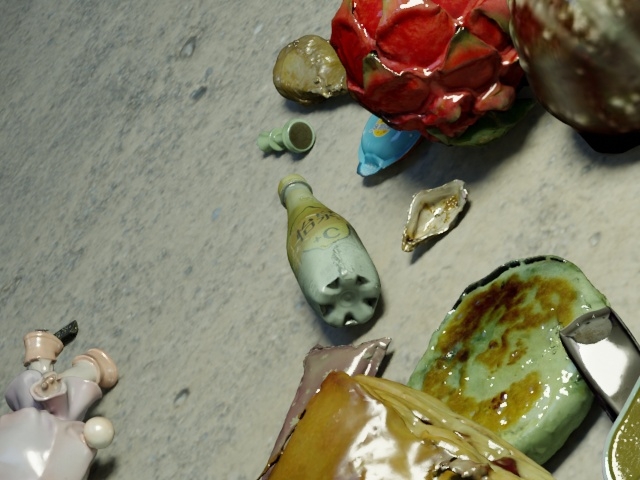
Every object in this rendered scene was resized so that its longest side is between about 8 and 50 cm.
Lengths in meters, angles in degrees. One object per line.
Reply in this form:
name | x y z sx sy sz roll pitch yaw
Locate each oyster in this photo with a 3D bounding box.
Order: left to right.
oyster | 0.120 -0.027 1.941 0.093 0.034 0.051 -33 50 9

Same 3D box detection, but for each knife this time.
knife | 0.314 0.084 1.532 0.061 0.027 0.343 18 59 30

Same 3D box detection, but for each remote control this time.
remote control | -0.351 0.136 2.397 0.091 0.016 0.034 -34 19 26
remote control | 0.267 0.135 1.544 0.059 0.028 0.212 -30 45 1

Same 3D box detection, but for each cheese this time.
cheese | 0.118 -0.177 2.094 0.256 0.037 0.106 -57 33 -11

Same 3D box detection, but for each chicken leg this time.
chicken leg | 0.011 -0.203 2.232 0.198 0.069 0.085 19 75 50

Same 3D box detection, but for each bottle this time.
bottle | 0.000 0.000 2.019 0.083 0.083 0.269 -44 30 12

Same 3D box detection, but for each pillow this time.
pillow | -0.001 0.179 1.873 0.118 0.043 0.185 -7 53 47

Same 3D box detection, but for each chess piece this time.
chess piece | -0.047 -0.125 2.254 0.093 0.042 0.042 -7 52 58

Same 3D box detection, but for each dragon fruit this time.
dragon fruit | 0.116 -0.239 1.941 0.234 0.234 0.293 -25 74 37

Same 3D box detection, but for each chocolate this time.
chocolate | 0.318 -0.265 1.758 0.340 0.210 0.225 -44 34 13

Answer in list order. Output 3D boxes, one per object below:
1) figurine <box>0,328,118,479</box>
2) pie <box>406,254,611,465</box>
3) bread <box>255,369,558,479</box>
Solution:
figurine | -0.324 0.230 2.153 0.200 0.133 0.276 -31 36 36
pie | 0.173 0.116 1.703 0.240 0.054 0.240 -32 35 26
bread | 0.046 0.265 1.560 0.324 0.167 0.277 39 105 55
